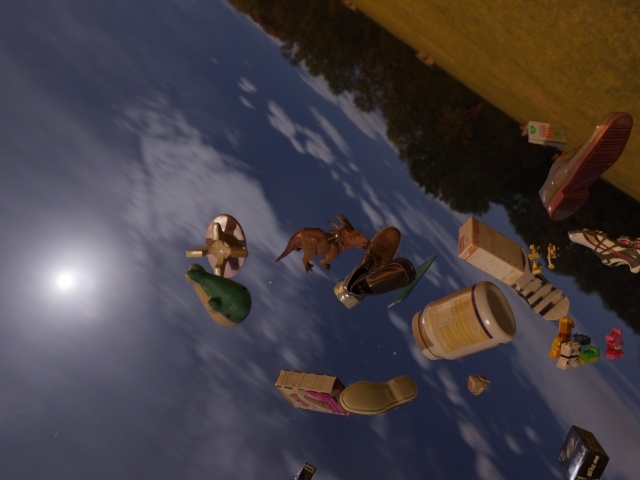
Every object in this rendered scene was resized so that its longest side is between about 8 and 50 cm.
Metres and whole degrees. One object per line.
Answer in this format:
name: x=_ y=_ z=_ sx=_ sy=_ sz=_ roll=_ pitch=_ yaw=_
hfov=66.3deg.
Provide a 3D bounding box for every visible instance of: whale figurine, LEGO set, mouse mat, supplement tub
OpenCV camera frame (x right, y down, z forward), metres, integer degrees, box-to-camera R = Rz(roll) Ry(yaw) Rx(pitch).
whale figurine: x=-0.356 y=0.179 z=1.751 sx=0.272 sy=0.141 sz=0.216 roll=49 pitch=-169 yaw=-13
LEGO set: x=0.599 y=0.226 z=1.132 sx=0.227 sy=0.093 sz=0.087 roll=0 pitch=-174 yaw=-31
mouse mat: x=0.289 y=0.132 z=1.552 sx=0.007 sy=0.190 sz=0.152 roll=42 pitch=158 yaw=2
supplement tub: x=0.549 y=0.320 z=1.898 sx=0.241 sy=0.331 sz=0.241 roll=30 pitch=-135 yaw=-35

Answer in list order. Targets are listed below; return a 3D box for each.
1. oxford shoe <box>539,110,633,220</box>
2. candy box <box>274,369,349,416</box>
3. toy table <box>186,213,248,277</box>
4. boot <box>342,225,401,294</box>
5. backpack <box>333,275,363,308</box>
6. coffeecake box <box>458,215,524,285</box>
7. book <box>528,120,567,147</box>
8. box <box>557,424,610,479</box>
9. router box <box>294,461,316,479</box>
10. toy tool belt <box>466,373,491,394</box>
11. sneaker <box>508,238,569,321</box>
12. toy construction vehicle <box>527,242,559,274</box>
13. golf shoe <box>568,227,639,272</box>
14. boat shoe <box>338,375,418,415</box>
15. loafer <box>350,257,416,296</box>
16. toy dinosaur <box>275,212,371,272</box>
oxford shoe: x=0.710 y=-0.219 z=1.357 sx=0.123 sy=0.348 sz=0.130 roll=-1 pitch=-134 yaw=-20
candy box: x=-0.022 y=0.530 z=1.709 sx=0.159 sy=0.233 sz=0.071 roll=58 pitch=-137 yaw=-36
toy table: x=-0.406 y=0.040 z=2.026 sx=0.161 sy=0.252 sz=0.274 roll=-69 pitch=-33 yaw=-74
boot: x=0.193 y=0.077 z=1.770 sx=0.112 sy=0.305 sz=0.115 roll=37 pitch=177 yaw=6
backpack: x=0.161 y=0.276 z=2.651 sx=0.166 sy=0.144 sz=0.188 roll=52 pitch=-155 yaw=5
coffeecake box: x=0.515 y=0.030 z=1.488 sx=0.185 sy=0.068 sz=0.142 roll=29 pitch=-140 yaw=-6
book: x=0.921 y=-0.434 z=1.991 sx=0.144 sy=0.035 sz=0.096 roll=8 pitch=-116 yaw=4
box: x=0.927 y=0.772 z=1.738 sx=0.077 sy=0.147 sz=0.180 roll=21 pitch=-169 yaw=8
router box: x=-0.079 y=0.853 z=1.682 sx=0.046 sy=0.179 sz=0.133 roll=29 pitch=-128 yaw=8
toy tool belt: x=0.404 y=0.367 z=1.249 sx=0.083 sy=0.051 sz=0.052 roll=73 pitch=-167 yaw=-66
sneaker: x=0.702 y=0.159 z=1.641 sx=0.182 sy=0.127 sz=0.315 roll=39 pitch=-164 yaw=-52
toy construction vehicle: x=0.637 y=0.045 z=1.411 sx=0.035 sy=0.086 sz=0.098 roll=35 pitch=-124 yaw=-26
golf shoe: x=1.013 y=0.028 z=1.752 sx=0.105 sy=0.120 sz=0.273 roll=8 pitch=-172 yaw=-38
boat shoe: x=0.179 y=0.512 z=1.583 sx=0.305 sy=0.091 sz=0.109 roll=0 pitch=-129 yaw=-34
loafer: x=0.164 y=0.113 z=1.309 sx=0.078 sy=0.220 sz=0.080 roll=-27 pitch=-93 yaw=-41
toy dinosaur: x=0.000 y=0.000 z=1.573 sx=0.295 sy=0.200 sz=0.127 roll=-2 pitch=-122 yaw=-6
